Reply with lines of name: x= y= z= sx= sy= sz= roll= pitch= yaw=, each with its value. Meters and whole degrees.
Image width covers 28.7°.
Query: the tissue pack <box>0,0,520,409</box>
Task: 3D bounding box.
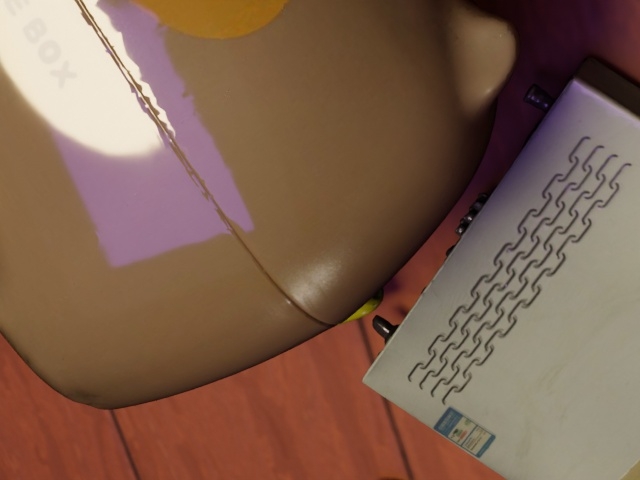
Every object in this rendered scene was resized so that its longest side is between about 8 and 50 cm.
tissue pack: x=-0.081 y=-0.137 z=0.624 sx=0.277 sy=0.267 sz=0.387 roll=-29 pitch=96 yaw=13

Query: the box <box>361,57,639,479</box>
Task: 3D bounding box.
box: x=0.160 y=0.041 z=0.759 sx=0.211 sy=0.045 sz=0.270 roll=33 pitch=127 yaw=5

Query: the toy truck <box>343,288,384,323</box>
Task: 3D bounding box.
toy truck: x=0.000 y=0.000 z=0.800 sx=0.077 sy=0.076 sz=0.111 roll=-17 pitch=107 yaw=14
